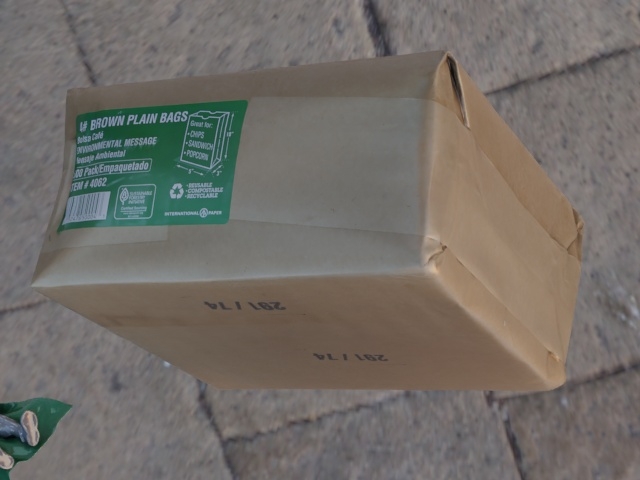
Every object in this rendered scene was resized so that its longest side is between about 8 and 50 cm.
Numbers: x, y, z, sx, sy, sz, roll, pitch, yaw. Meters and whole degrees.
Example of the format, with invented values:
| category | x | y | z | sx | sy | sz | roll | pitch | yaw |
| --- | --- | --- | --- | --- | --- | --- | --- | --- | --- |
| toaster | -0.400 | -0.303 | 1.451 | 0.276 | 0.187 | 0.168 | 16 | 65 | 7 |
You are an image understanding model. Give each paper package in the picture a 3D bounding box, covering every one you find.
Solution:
| category | x | y | z | sx | sy | sz | roll | pitch | yaw |
| --- | --- | --- | --- | --- | --- | --- | --- | --- | --- |
| paper package | 0.000 | 0.000 | 1.103 | 0.324 | 0.309 | 0.168 | -2 | 68 | 27 |

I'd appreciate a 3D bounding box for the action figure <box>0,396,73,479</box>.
| category | x | y | z | sx | sy | sz | roll | pitch | yaw |
| --- | --- | --- | --- | --- | --- | --- | --- | --- | --- |
| action figure | -0.371 | 0.183 | 1.449 | 0.232 | 0.137 | 0.063 | 8 | 130 | 43 |
